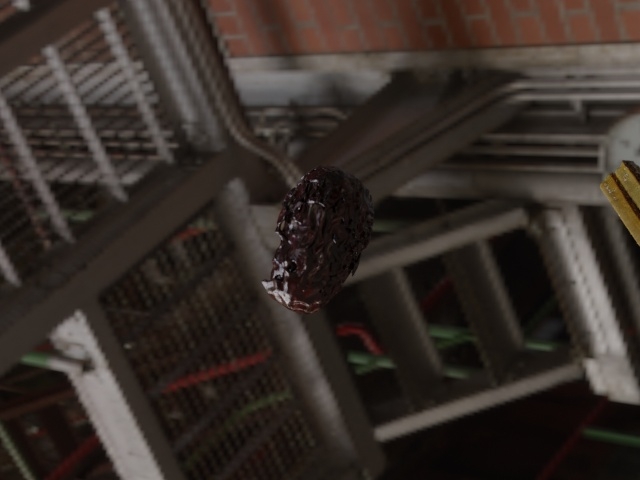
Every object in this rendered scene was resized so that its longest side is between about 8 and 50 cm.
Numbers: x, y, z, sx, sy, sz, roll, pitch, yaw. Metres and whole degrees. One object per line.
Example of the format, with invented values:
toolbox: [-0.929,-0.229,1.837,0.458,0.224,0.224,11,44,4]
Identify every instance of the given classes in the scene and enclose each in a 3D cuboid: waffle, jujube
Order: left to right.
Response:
jujube: [0.004,0.001,1.683,0.104,0.104,0.166,26,-103,-44]
waffle: [0.327,-0.005,1.477,0.042,0.148,0.102,-42,-56,15]
